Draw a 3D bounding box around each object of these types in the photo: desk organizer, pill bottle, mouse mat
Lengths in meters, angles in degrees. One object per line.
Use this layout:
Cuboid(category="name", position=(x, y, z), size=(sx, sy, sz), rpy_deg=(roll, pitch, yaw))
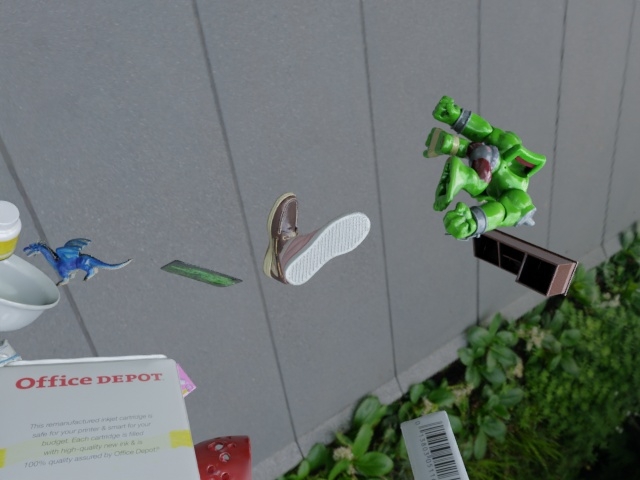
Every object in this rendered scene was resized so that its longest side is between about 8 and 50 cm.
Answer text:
Cuboid(category="desk organizer", position=(0.258, 0.025, 0.661), size=(0.050, 0.130, 0.047), rpy_deg=(-2, 112, -40))
Cuboid(category="pill bottle", position=(-0.552, -0.016, 0.859), size=(0.065, 0.065, 0.116), rpy_deg=(6, 145, -37))
Cuboid(category="mouse mat", position=(-0.317, 0.091, 1.334), size=(0.189, 0.152, 0.007), rpy_deg=(20, 68, -28))

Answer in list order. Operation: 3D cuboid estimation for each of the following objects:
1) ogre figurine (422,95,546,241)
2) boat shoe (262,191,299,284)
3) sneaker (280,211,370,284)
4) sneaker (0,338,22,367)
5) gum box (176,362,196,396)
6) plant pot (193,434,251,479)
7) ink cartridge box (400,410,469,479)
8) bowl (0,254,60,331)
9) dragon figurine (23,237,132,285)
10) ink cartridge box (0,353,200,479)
Cuboid(category="ogre figurine", position=(0.195, -0.083, 0.603), size=(0.118, 0.197, 0.097), rpy_deg=(12, 128, -12))
Cuboid(category="boat shoe", position=(-0.113, 0.002, 1.745), size=(0.123, 0.123, 0.342), rpy_deg=(-18, 130, -47))
Cuboid(category="sneaker", position=(0.000, 0.000, 0.677), size=(0.134, 0.070, 0.051), rpy_deg=(-38, 115, -2))
Cuboid(category="sneaker", position=(-0.786, 0.280, 1.151), size=(0.071, 0.190, 0.083), rpy_deg=(-24, 92, 12))
Cuboid(category="gum box", position=(-0.539, 0.528, 1.735), size=(0.188, 0.062, 0.107), rpy_deg=(-38, 85, -20))
Cuboid(category="plant pot", position=(-0.238, 0.522, 1.085), size=(0.174, 0.191, 0.191), rpy_deg=(4, 108, -10))
Cuboid(category="ink cartridge box", position=(0.247, 0.532, 0.881), size=(0.091, 0.308, 0.385), rpy_deg=(-18, 133, 6))
Cuboid(category="bowl", position=(-0.744, 0.114, 1.089), size=(0.297, 0.298, 0.134), rpy_deg=(34, 89, -40))
Cuboid(category="dragon figurine", position=(-0.717, 0.045, 1.470), size=(0.289, 0.085, 0.144), rpy_deg=(-10, 104, 4))
Cuboid(category="ink cartridge box", position=(-0.332, 0.365, 0.727), size=(0.279, 0.385, 0.161), rpy_deg=(5, 122, -28))
